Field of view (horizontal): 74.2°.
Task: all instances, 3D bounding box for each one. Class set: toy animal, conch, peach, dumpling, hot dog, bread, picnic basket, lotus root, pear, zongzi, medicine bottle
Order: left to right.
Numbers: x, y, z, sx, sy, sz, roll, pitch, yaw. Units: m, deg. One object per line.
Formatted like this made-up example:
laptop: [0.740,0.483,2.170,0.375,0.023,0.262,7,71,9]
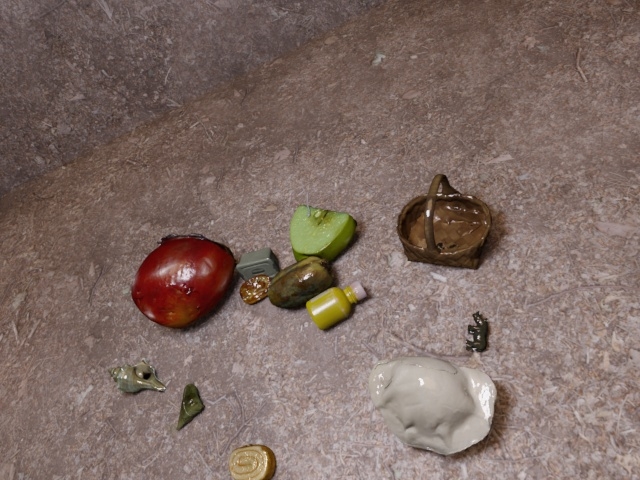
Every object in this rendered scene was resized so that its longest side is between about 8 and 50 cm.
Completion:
conch: [-0.740,0.547,1.710,0.234,0.114,0.137,5,63,-14]
zongzi: [-0.514,0.608,1.591,0.130,0.062,0.154,-47,44,2]
peach: [-0.544,0.160,1.743,0.416,0.339,0.353,-47,47,-4]
bread: [-0.222,0.721,1.358,0.149,0.073,0.122,-17,53,12]
hot dog: [-0.267,0.203,1.759,0.147,0.065,0.099,-29,80,2]
lotus root: [-0.080,0.172,1.628,0.275,0.160,0.152,-28,38,18]
pear: [0.000,0.000,1.732,0.292,0.159,0.292,-15,51,19]
medicine bottle: [0.064,0.228,1.557,0.212,0.122,0.122,-31,49,1]
dumpling: [0.311,0.473,1.238,0.341,0.181,0.260,9,68,4]
picnic basket: [0.424,-0.082,1.494,0.337,0.337,0.293,6,59,28]
toy animal: [0.506,0.290,1.362,0.065,0.047,0.136,5,57,21]

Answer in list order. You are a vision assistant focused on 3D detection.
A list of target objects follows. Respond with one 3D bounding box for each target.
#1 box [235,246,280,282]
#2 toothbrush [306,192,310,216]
box: [-0.261,0.102,1.805,0.172,0.124,0.093,-14,42,13]
toothbrush: [-0.052,-0.148,1.756,0.013,0.011,0.131,-4,52,1]
